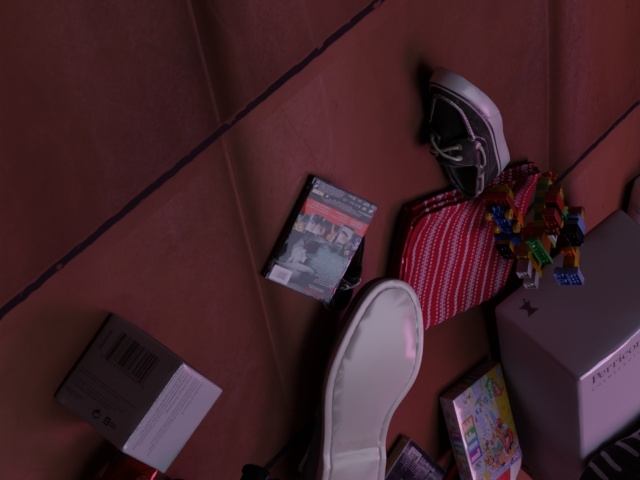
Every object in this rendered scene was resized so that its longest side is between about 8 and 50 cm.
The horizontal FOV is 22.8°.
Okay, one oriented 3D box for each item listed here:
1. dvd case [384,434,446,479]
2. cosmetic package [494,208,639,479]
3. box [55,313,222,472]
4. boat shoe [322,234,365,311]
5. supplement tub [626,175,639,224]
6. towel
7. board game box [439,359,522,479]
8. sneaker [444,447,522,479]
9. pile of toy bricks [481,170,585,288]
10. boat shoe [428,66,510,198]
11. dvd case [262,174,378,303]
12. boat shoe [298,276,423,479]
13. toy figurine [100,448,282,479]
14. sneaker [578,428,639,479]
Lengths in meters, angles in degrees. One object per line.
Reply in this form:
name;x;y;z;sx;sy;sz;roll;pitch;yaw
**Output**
dvd case;0.080;0.376;2.115;0.221;0.018;0.164;-56;149;-8
cosmetic package;0.390;0.190;2.208;0.230;0.161;0.453;-38;147;-15
box;-0.171;0.144;1.494;0.102;0.101;0.087;-55;148;-5
boat shoe;0.027;0.031;1.743;0.046;0.038;0.125;-28;136;-41
supplement tub;0.478;-0.034;2.297;0.071;0.071;0.107;-29;136;-40
towel;0.169;0.019;1.942;0.274;0.031;0.199;-21;132;-46
board game box;0.219;0.254;2.156;0.103;0.026;0.154;-34;119;-36
sneaker;0.226;0.377;2.283;0.128;0.087;0.221;-29;125;-28
pile of toy bricks;0.274;-0.031;1.937;0.212;0.118;0.105;51;44;-53
boat shoe;0.160;-0.114;1.777;0.070;0.077;0.219;-54;150;-11
dvd case;0.000;0.000;1.670;0.087;0.013;0.119;23;95;-32
boat shoe;0.034;0.176;1.833;0.116;0.099;0.320;-1;115;-26
toy figurine;-0.126;0.305;1.584;0.148;0.213;0.209;-62;155;-25
sneaker;0.462;0.319;2.185;0.281;0.106;0.162;-38;150;-15
